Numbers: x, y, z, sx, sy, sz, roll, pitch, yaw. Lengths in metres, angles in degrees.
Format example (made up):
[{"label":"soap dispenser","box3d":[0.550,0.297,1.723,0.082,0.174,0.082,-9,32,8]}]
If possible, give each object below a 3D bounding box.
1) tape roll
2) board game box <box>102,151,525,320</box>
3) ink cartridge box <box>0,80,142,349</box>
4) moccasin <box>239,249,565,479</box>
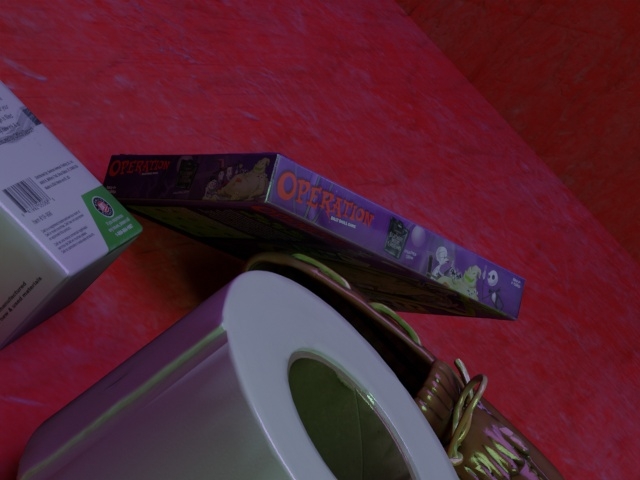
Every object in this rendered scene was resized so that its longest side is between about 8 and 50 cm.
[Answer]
[{"label":"tape roll","box3d":[-0.038,0.163,0.994,0.246,0.169,0.246,45,19,-21]},{"label":"board game box","box3d":[0.000,0.000,1.448,0.208,0.056,0.347,8,-12,44]},{"label":"ink cartridge box","box3d":[-0.246,-0.040,1.151,0.208,0.087,0.153,46,19,1]},{"label":"moccasin","box3d":[0.076,0.147,1.314,0.380,0.139,0.147,51,2,16]}]
